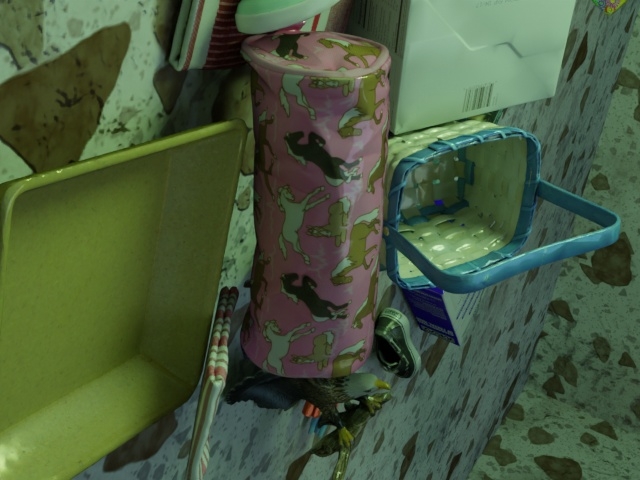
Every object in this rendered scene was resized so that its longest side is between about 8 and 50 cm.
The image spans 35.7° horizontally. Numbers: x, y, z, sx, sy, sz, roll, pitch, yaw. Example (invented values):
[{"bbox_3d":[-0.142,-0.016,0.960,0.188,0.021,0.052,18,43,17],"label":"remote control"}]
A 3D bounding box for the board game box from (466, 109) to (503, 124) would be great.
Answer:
[{"bbox_3d":[0.266,-0.277,1.663,0.186,0.126,0.026,-65,158,-7],"label":"board game box"}]

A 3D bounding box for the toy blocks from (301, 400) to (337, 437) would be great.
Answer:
[{"bbox_3d":[0.003,0.267,1.677,0.123,0.054,0.148,3,109,-68],"label":"toy blocks"}]

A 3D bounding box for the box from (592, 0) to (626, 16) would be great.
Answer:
[{"bbox_3d":[0.470,-0.558,1.520,0.290,0.279,0.177,-47,176,41],"label":"box"}]

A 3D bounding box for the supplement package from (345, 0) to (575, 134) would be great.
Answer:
[{"bbox_3d":[0.176,-0.279,1.280,0.262,0.145,0.204,-15,131,-25],"label":"supplement package"}]

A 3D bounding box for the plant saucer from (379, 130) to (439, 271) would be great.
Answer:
[{"bbox_3d":[0.138,-0.101,1.483,0.317,0.044,0.317,15,90,-74],"label":"plant saucer"}]

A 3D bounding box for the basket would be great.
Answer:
[{"bbox_3d":[0.190,-0.037,1.236,0.255,0.289,0.201,-14,117,-24],"label":"basket"}]

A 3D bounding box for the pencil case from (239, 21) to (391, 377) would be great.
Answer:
[{"bbox_3d":[-0.010,-0.039,1.077,0.160,0.167,0.385,-53,151,-57],"label":"pencil case"}]

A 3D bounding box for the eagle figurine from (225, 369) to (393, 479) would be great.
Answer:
[{"bbox_3d":[-0.002,0.189,1.455,0.298,0.225,0.226,54,18,-36],"label":"eagle figurine"}]

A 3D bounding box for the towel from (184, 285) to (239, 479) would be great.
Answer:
[{"bbox_3d":[-0.115,0.156,1.083,0.197,0.029,0.144,-90,-168,-62],"label":"towel"}]

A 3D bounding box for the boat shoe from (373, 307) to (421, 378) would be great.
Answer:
[{"bbox_3d":[0.139,0.216,1.925,0.070,0.078,0.219,-57,148,-27],"label":"boat shoe"}]

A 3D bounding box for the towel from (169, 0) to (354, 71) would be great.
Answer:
[{"bbox_3d":[-0.038,-0.302,1.056,0.329,0.037,0.237,-24,134,-58],"label":"towel"}]

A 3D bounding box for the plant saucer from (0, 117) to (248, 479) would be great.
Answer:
[{"bbox_3d":[-0.213,0.054,0.928,0.333,0.081,0.332,-29,136,-58],"label":"plant saucer"}]

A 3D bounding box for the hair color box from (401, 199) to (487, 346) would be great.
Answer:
[{"bbox_3d":[0.259,0.071,2.016,0.185,0.110,0.339,-63,156,-15],"label":"hair color box"}]

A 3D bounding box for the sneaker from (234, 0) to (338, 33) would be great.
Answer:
[{"bbox_3d":[-0.007,-0.320,0.973,0.256,0.094,0.151,-40,121,-14],"label":"sneaker"}]
